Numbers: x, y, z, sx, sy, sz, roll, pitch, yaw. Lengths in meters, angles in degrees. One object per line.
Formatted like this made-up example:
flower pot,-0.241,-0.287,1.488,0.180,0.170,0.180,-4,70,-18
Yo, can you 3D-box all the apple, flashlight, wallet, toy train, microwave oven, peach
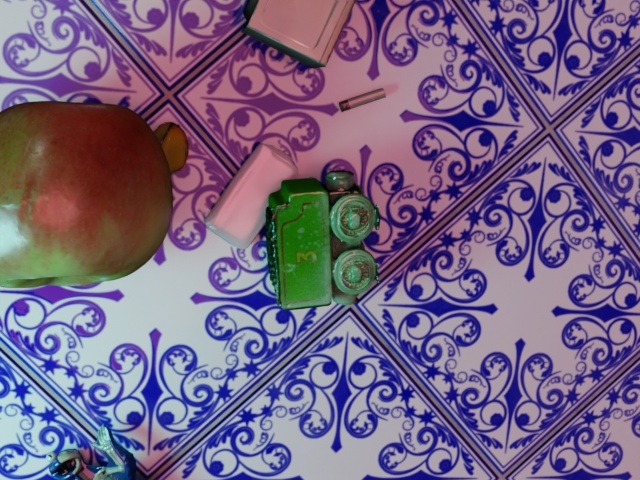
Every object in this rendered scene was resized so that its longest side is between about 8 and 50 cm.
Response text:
apple,-0.383,-0.074,1.206,0.319,0.319,0.277,-4,83,-11
flashlight,0.074,-0.249,1.414,0.083,0.018,0.018,-20,105,-7
wallet,-0.117,-0.079,1.399,0.095,0.033,0.190,36,92,-17
toy train,0.000,0.000,1.378,0.188,0.132,0.243,-5,109,-10
microwave oven,-0.022,-0.406,1.307,0.163,0.129,0.205,25,94,-13
peach,-0.263,-0.156,1.343,0.077,0.050,0.083,-19,115,-32

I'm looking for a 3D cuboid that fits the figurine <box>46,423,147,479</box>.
figurine,-0.371,0.456,1.413,0.164,0.121,0.262,-39,89,-9
